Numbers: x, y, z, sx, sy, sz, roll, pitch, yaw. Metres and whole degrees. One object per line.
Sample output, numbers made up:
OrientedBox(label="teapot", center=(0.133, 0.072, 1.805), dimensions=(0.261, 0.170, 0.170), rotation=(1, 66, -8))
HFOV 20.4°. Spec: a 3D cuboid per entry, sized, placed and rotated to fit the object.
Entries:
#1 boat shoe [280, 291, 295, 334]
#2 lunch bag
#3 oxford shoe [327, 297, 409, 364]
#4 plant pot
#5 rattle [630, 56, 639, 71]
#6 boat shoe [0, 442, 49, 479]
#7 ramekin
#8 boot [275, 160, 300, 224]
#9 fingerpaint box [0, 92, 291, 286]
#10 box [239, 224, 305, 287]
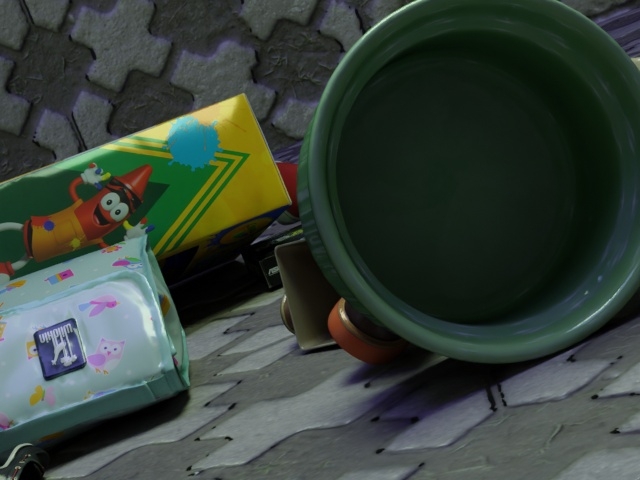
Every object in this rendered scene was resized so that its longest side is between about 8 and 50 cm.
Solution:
OrientedBox(label="boat shoe", center=(0.032, 0.046, 1.861), dimensions=(0.178, 0.064, 0.060), rotation=(-26, 7, -40))
OrientedBox(label="lunch bag", center=(-0.252, 0.119, 1.827), dimensions=(0.223, 0.160, 0.262), rotation=(-19, 20, 0))
OrientedBox(label="oxford shoe", center=(0.100, 0.017, 1.666), dimensions=(0.098, 0.097, 0.271), rotation=(-60, -4, 33))
OrientedBox(label="plant pot", center=(0.035, 0.041, 1.772), dimensions=(0.096, 0.109, 0.109), rotation=(-14, -1, -43))
OrientedBox(label="rattle", center=(0.324, -0.126, 1.773), dimensions=(0.130, 0.143, 0.199), rotation=(18, -16, -26))
OrientedBox(label="boat shoe", center=(-0.276, 0.220, 1.635), dimensions=(0.042, 0.049, 0.133), rotation=(8, 8, 10))
OrientedBox(label="ramekin", center=(0.124, -0.049, 1.481), dimensions=(0.303, 0.303, 0.148), rotation=(-24, 1, -13))
OrientedBox(label="boot", center=(0.028, -0.083, 2.391), dimensions=(0.176, 0.088, 0.244), rotation=(-20, -13, 24))
OrientedBox(label="fingerpaint box", center=(-0.268, -0.008, 2.313), dimensions=(0.371, 0.163, 0.445), rotation=(-22, -4, -15))
OrientedBox(label="box", center=(0.000, 0.000, 2.284), dimensions=(0.190, 0.045, 0.184), rotation=(-22, 10, -7))
